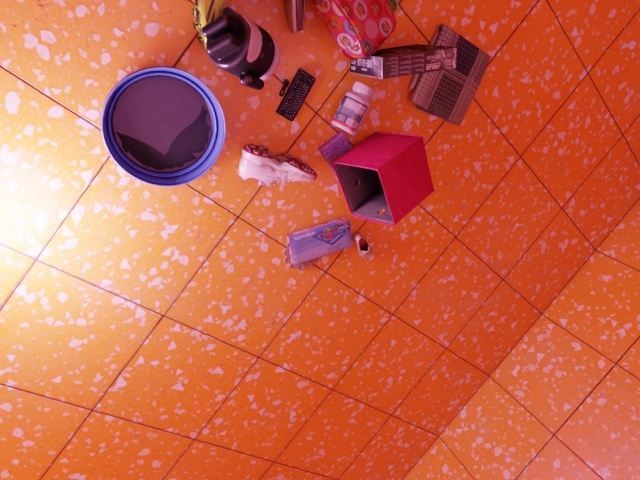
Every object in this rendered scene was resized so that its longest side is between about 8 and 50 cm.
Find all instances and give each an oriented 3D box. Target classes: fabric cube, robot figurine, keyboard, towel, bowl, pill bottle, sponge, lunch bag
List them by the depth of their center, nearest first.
[{"bbox_3d":[-0.248,-0.603,1.498,0.278,0.174,0.208,-6,118,-64],"label":"robot figurine"},{"bbox_3d":[-0.515,-0.375,1.578,0.392,0.077,0.390,-11,118,-21],"label":"bowl"},{"bbox_3d":[0.128,-0.790,1.594,0.258,0.120,0.293,-51,123,-20],"label":"lunch bag"},{"bbox_3d":[-0.099,-0.535,1.733,0.108,0.023,0.180,24,101,-32],"label":"keyboard"},{"bbox_3d":[0.127,-0.502,1.806,0.108,0.108,0.180,21,103,-32],"label":"pill bottle"},{"bbox_3d":[0.251,-0.248,1.866,0.258,0.254,0.258,-39,125,-26],"label":"fabric cube"},{"bbox_3d":[0.091,-0.322,1.921,0.117,0.031,0.210,-39,125,-4],"label":"sponge"},{"bbox_3d":[0.528,-0.669,1.962,0.313,0.056,0.323,14,105,-33],"label":"towel"}]

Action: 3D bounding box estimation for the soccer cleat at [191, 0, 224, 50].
[{"bbox_3d":[-0.339,-0.741,1.478,0.121,0.093,0.288,-13,119,-24],"label":"soccer cleat"}]

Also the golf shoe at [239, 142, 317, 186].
[{"bbox_3d":[-0.164,-0.262,1.794,0.307,0.115,0.140,15,117,-24],"label":"golf shoe"}]

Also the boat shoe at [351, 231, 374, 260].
[{"bbox_3d":[0.196,0.037,2.127,0.063,0.059,0.170,-40,124,-4],"label":"boat shoe"}]

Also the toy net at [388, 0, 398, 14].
[{"bbox_3d":[0.165,-0.820,1.709,0.232,0.045,0.122,-38,124,-4],"label":"toy net"}]

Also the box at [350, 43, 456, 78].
[{"bbox_3d":[0.297,-0.657,1.733,0.308,0.242,0.076,-15,119,-20],"label":"box"}]

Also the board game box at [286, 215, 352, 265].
[{"bbox_3d":[0.000,0.000,2.020,0.282,0.027,0.144,-17,121,-19],"label":"board game box"}]

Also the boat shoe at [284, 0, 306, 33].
[{"bbox_3d":[-0.068,-0.850,1.544,0.097,0.116,0.324,-10,112,-18],"label":"boat shoe"}]

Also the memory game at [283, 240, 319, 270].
[{"bbox_3d":[-0.072,0.044,2.030,0.186,0.012,0.186,-11,117,-22],"label":"memory game"}]
